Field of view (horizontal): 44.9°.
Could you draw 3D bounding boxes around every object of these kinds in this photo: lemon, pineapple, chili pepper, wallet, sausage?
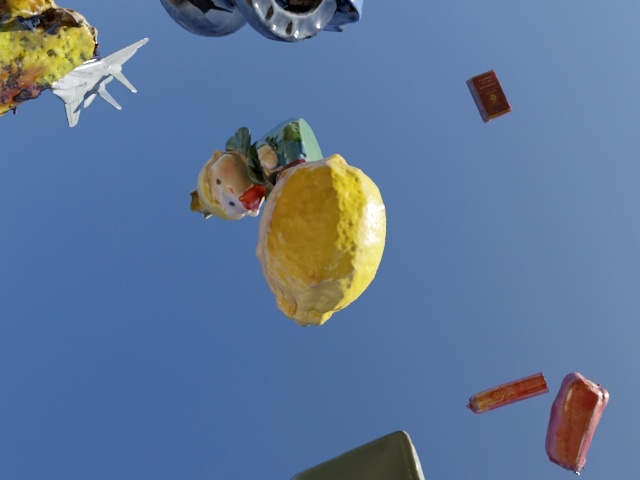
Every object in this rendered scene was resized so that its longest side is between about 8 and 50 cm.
[{"bbox_3d":[0.000,0.000,0.682,0.114,0.114,0.155,8,-93,22],"label":"lemon"},{"bbox_3d":[-0.402,-0.216,0.832,0.334,0.161,0.158,-31,-127,-3],"label":"pineapple"},{"bbox_3d":[0.340,0.240,1.036,0.070,0.073,0.123,20,-81,52],"label":"chili pepper"},{"bbox_3d":[0.082,0.474,1.152,0.252,0.083,0.360,-31,-133,16],"label":"wallet"},{"bbox_3d":[0.287,0.239,1.204,0.129,0.034,0.034,-18,-120,6],"label":"sausage"}]

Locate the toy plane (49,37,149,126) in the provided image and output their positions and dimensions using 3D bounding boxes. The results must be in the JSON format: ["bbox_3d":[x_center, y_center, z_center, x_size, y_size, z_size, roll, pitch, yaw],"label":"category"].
[{"bbox_3d":[-0.399,-0.265,1.230,0.212,0.267,0.088,-43,-99,16],"label":"toy plane"}]

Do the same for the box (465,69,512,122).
[{"bbox_3d":[0.297,-0.254,1.365,0.051,0.023,0.082,-24,-91,-18],"label":"box"}]

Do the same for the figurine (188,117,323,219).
[{"bbox_3d":[-0.108,-0.085,1.210,0.234,0.127,0.185,-24,-137,12],"label":"figurine"}]

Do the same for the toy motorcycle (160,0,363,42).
[{"bbox_3d":[-0.070,-0.252,0.417,0.125,0.358,0.213,19,-97,42],"label":"toy motorcycle"}]
